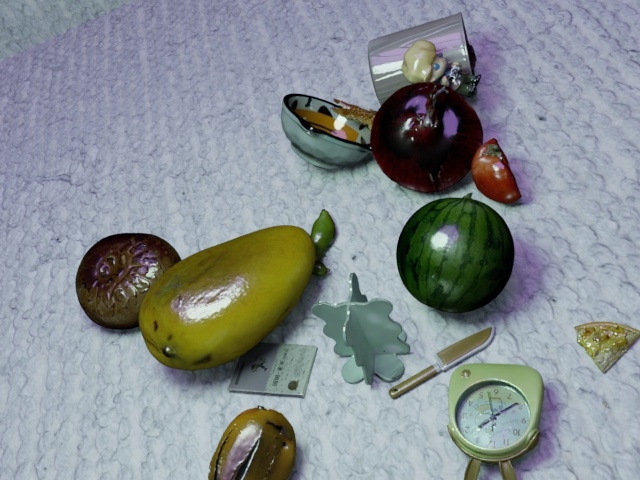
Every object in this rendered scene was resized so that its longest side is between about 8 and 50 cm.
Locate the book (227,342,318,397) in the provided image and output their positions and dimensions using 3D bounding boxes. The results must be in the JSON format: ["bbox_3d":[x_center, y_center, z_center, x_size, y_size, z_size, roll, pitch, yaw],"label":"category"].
[{"bbox_3d":[-0.104,0.280,1.556,0.182,0.014,0.127,0,50,23],"label":"book"}]

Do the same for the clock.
[{"bbox_3d":[0.312,0.335,1.286,0.170,0.069,0.231,-1,51,23],"label":"clock"}]

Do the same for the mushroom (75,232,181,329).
[{"bbox_3d":[-0.486,0.088,1.795,0.297,0.163,0.278,-8,48,19],"label":"mushroom"}]

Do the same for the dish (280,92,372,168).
[{"bbox_3d":[0.009,-0.273,1.884,0.303,0.120,0.303,20,27,-11],"label":"dish"}]

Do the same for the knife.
[{"bbox_3d":[0.245,0.239,1.434,0.256,0.022,0.046,-30,41,-3],"label":"knife"}]

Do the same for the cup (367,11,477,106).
[{"bbox_3d":[0.287,-0.446,1.930,0.273,0.208,0.288,-10,89,16],"label":"cup"}]

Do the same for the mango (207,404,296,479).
[{"bbox_3d":[-0.132,0.438,1.341,0.156,0.151,0.248,21,61,-11],"label":"mango"}]

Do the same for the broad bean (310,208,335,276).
[{"bbox_3d":[0.000,0.000,1.738,0.071,0.048,0.213,-5,51,14],"label":"broad bean"}]

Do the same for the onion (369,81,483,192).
[{"bbox_3d":[0.249,-0.254,1.696,0.273,0.285,0.272,-1,81,8],"label":"onion"}]

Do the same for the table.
[{"bbox_3d":[0.083,0.178,1.434,0.167,0.198,0.166,-12,46,13],"label":"table"}]

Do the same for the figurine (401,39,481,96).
[{"bbox_3d":[0.297,-0.418,1.767,0.196,0.108,0.114,25,77,8],"label":"figurine"}]

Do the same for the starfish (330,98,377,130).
[{"bbox_3d":[0.135,-0.326,1.916,0.227,0.043,0.240,27,22,-6],"label":"starfish"}]

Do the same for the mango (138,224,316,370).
[{"bbox_3d":[-0.197,0.116,1.610,0.445,0.220,0.301,-35,32,-20],"label":"mango"}]

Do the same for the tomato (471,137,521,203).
[{"bbox_3d":[0.396,-0.150,1.641,0.091,0.139,0.159,-27,41,16],"label":"tomato"}]

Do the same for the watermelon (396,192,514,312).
[{"bbox_3d":[0.274,0.028,1.460,0.243,0.242,0.242,-12,47,14],"label":"watermelon"}]

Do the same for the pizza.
[{"bbox_3d":[0.540,0.198,1.337,0.123,0.026,0.108,-1,53,23],"label":"pizza"}]
